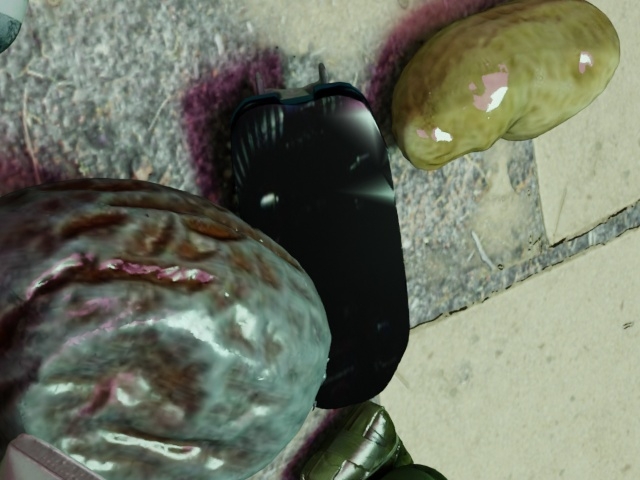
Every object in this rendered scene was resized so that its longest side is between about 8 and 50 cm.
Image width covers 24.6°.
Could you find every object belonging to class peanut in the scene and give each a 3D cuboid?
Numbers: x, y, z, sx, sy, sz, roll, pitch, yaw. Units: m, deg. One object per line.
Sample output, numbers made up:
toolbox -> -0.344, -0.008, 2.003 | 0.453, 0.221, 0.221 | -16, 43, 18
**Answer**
peanut -> 0.168, -0.147, 1.360 | 0.253, 0.122, 0.137 | -21, 122, -31

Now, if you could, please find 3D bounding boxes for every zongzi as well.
zongzi -> 0.037, 0.220, 1.381 | 0.109, 0.055, 0.119 | -48, 135, -18

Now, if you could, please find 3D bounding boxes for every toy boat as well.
toy boat -> 0.000, 0.000, 1.279 | 0.134, 0.092, 0.299 | -8, 117, -2

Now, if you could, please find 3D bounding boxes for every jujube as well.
jujube -> -0.158, 0.073, 1.090 | 0.308, 0.215, 0.246 | 22, 110, -38

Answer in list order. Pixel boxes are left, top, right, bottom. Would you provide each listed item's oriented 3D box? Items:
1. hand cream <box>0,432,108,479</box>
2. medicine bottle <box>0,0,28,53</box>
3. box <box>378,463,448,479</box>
hand cream -> -0.214, 0.222, 1.020 | 0.140, 0.314, 0.089 | 38, 49, -16
medicine bottle -> -0.255, -0.223, 0.993 | 0.141, 0.141, 0.293 | 16, 89, -39
box -> 0.104, 0.388, 1.286 | 0.253, 0.328, 0.178 | -40, 137, -2
